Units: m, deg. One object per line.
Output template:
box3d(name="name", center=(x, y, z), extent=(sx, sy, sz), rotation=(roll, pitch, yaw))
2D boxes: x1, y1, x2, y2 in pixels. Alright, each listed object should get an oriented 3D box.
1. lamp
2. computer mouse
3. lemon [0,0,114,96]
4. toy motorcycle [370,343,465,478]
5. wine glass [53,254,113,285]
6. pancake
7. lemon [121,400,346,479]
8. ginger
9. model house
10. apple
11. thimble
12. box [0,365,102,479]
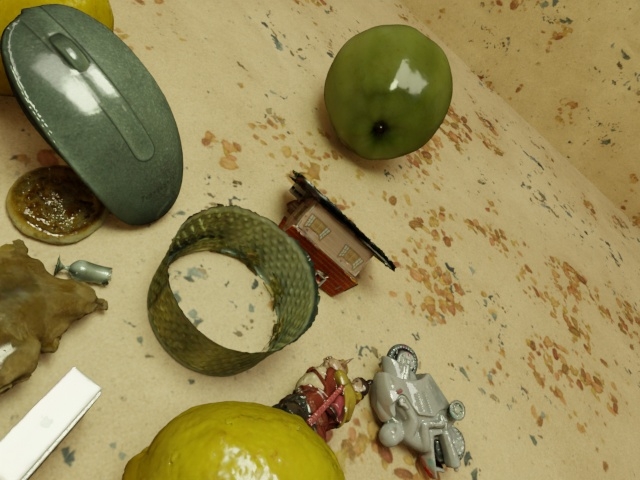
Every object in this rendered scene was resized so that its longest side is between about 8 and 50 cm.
box3d(name="lamp", center=(0.015, 0.272, 0.809), extent=(0.118, 0.118, 0.253), rotation=(54, 33, 8))
box3d(name="computer mouse", center=(-0.335, -0.186, 0.737), extent=(0.203, 0.114, 0.374), rotation=(-49, 134, -29))
box3d(name="lemon", center=(-0.510, -0.386, 0.765), extent=(0.296, 0.297, 0.297), rotation=(20, 50, -25))
box3d(name="toy motorcycle", center=(0.180, 0.346, 0.901), extent=(0.170, 0.110, 0.260), rotation=(-28, 86, -29))
box3d(name="wine glass", center=(-0.377, 0.048, 0.725), extent=(0.083, 0.042, 0.039), rotation=(17, 27, -29))
box3d(name="pancake", center=(-0.439, -0.064, 0.768), extent=(0.158, 0.028, 0.158), rotation=(19, 51, -26))
box3d(name="lemon", center=(-0.103, 0.337, 0.581), extent=(0.284, 0.260, 0.261), rotation=(45, 44, -11))
box3d(name="ginger", center=(-0.416, 0.097, 0.603), extent=(0.269, 0.123, 0.219), rotation=(1, 60, -37))
box3d(name="model house", center=(0.001, 0.001, 1.003), extent=(0.294, 0.154, 0.207), rotation=(42, 0, -16))
box3d(name="apple", center=(0.184, -0.395, 1.255), extent=(0.356, 0.357, 0.358), rotation=(20, 50, -25))
box3d(name="thimble", center=(-0.151, 0.090, 0.789), extent=(0.270, 0.150, 0.271), rotation=(19, 51, -25))
box3d(name="box", center=(-0.341, 0.236, 0.555), extent=(0.051, 0.130, 0.129), rotation=(41, 44, -8))
